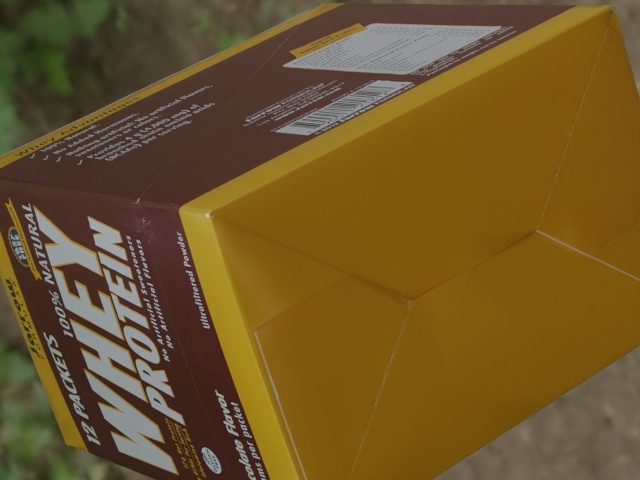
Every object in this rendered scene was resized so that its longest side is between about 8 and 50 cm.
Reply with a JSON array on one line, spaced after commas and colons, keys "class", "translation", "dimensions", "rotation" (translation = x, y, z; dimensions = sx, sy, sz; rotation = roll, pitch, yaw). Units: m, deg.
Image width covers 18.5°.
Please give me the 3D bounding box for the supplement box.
[{"class": "supplement box", "translation": [0.000, 0.000, 0.774], "dimensions": [0.194, 0.191, 0.129], "rotation": [10, 123, 55]}]
